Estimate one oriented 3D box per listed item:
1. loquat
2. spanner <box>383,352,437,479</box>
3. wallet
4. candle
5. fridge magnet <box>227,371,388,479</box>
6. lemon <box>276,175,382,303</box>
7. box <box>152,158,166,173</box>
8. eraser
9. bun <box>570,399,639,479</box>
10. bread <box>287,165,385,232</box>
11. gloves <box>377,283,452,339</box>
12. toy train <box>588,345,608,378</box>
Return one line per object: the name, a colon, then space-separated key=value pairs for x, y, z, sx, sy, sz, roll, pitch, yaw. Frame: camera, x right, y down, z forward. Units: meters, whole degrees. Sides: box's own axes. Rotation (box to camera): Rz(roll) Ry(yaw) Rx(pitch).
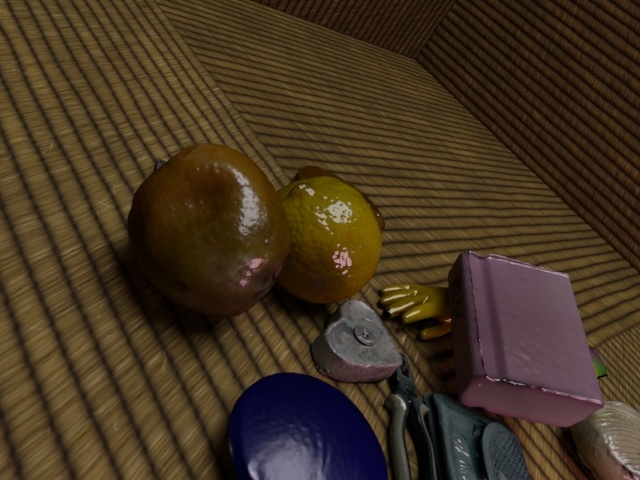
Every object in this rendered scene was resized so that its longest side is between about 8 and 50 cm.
loquat: x=-0.180 y=-0.015 z=0.982 sx=0.284 sy=0.276 sz=0.276 roll=45 pitch=31 yaw=15
spanner: x=0.163 y=0.338 z=1.073 sx=0.095 sy=0.040 sz=0.325 roll=27 pitch=33 yaw=-18
wallet: x=0.312 y=0.447 z=1.049 sx=0.237 sy=0.075 sz=0.342 roll=30 pitch=30 yaw=-18
candle: x=0.077 y=0.210 z=1.133 sx=0.168 sy=0.068 sz=0.192 roll=35 pitch=33 yaw=0
fridge magnet: x=-0.018 y=0.314 z=0.846 sx=0.265 sy=0.113 sz=0.266 roll=27 pitch=31 yaw=-18
lemon: x=0.000 y=0.000 z=1.156 sx=0.267 sy=0.267 sz=0.267 roll=26 pitch=32 yaw=-18
box: x=-0.274 y=-0.103 z=1.236 sx=0.177 sy=0.036 sz=0.115 roll=21 pitch=34 yaw=-26
eraser: x=0.426 y=0.203 z=1.245 sx=0.272 sy=0.122 sz=0.359 roll=14 pitch=43 yaw=-5
bun: x=0.675 y=0.479 z=1.310 sx=0.239 sy=0.141 sz=0.239 roll=20 pitch=35 yaw=-15
bread: x=0.027 y=-0.062 z=1.392 sx=0.253 sy=0.143 sz=0.227 roll=24 pitch=25 yaw=-17
gloves: x=0.260 y=0.159 z=1.390 sx=0.294 sy=0.116 sz=0.133 roll=1 pitch=17 yaw=-33
toy train: x=0.568 y=0.331 z=1.388 sx=0.296 sy=0.160 sz=0.101 roll=2 pitch=51 yaw=-45
